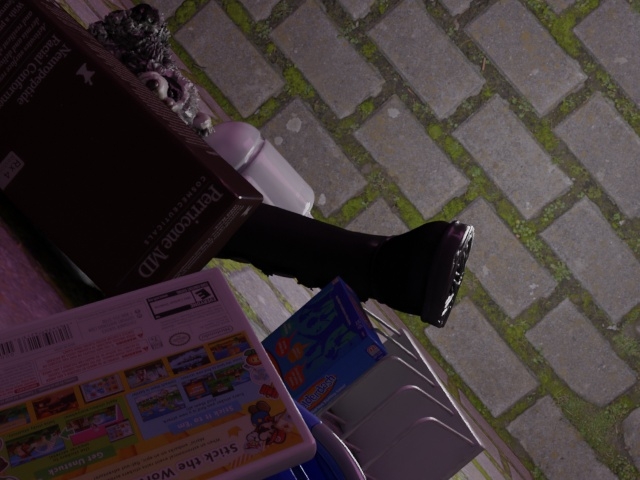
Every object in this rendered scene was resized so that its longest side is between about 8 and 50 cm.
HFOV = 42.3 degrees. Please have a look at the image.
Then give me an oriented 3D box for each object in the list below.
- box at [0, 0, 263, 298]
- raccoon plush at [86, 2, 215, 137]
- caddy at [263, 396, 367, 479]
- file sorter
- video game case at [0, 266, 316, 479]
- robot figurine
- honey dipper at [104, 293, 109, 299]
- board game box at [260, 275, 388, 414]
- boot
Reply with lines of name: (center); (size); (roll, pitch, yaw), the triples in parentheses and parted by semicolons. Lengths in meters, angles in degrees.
box: (-0.274, -0.109, 0.972); (0.381, 0.191, 0.143); (43, 7, 3)
raccoon plush: (-0.334, -0.301, 1.736); (0.299, 0.216, 0.446); (58, 7, 2)
caddy: (-0.037, 0.250, 0.740); (0.341, 0.179, 0.241); (53, 8, 29)
file sorter: (0.089, 0.269, 1.347); (0.173, 0.193, 0.278); (38, 13, -42)
video game case: (-0.148, 0.126, 0.658); (0.206, 0.227, 0.026); (55, -28, 38)
robot figurine: (-0.154, -0.112, 1.775); (0.353, 0.200, 0.300); (47, -2, -21)
honey dipper: (-0.220, 0.106, 0.968); (0.161, 0.030, 0.030); (56, 10, 34)
board game box: (-0.022, 0.165, 1.130); (0.047, 0.210, 0.160); (44, 8, -29)
boot: (0.000, 0.001, 1.293); (0.445, 0.146, 0.367); (21, -14, 11)
